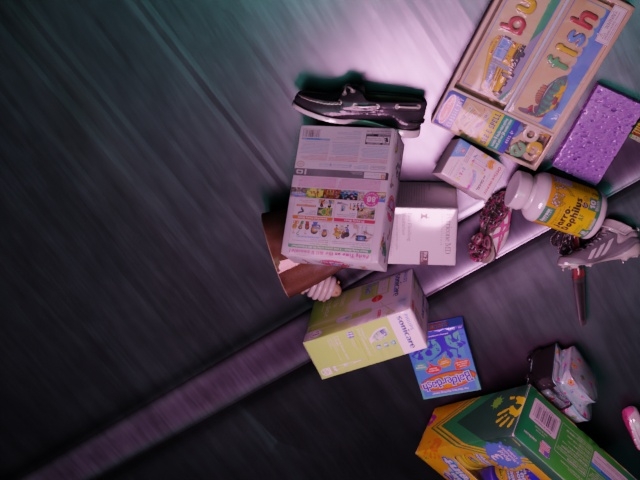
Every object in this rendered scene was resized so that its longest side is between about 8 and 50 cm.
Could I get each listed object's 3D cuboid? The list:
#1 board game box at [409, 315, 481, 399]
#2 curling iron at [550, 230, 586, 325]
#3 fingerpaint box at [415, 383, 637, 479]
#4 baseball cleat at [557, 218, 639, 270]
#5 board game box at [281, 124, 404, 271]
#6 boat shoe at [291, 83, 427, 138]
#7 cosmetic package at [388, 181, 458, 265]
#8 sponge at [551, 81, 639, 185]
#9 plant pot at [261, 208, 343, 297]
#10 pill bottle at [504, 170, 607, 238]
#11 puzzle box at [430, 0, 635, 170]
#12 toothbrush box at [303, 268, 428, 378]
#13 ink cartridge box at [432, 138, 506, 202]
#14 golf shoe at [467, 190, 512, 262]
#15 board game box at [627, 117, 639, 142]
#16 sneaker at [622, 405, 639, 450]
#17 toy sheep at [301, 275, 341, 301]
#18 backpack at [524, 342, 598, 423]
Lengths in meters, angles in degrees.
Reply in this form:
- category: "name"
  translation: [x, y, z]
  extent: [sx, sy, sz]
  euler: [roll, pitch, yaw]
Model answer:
- category: "board game box"
  translation: [0.322, 0.312, 2.119]
  extent: [0.160, 0.047, 0.210]
  euler: [-14, 114, 15]
- category: "curling iron"
  translation: [0.618, 0.087, 1.968]
  extent: [0.068, 0.035, 0.274]
  euler: [-16, 112, 9]
- category: "fingerpaint box"
  translation: [0.536, 0.598, 2.082]
  extent: [0.445, 0.163, 0.371]
  euler: [42, 144, -13]
- category: "baseball cleat"
  translation: [0.652, 0.007, 1.897]
  extent: [0.206, 0.072, 0.109]
  euler: [-9, 95, -9]
- category: "board game box"
  translation: [0.052, -0.096, 1.788]
  extent: [0.224, 0.097, 0.303]
  euler: [5, 77, 18]
- category: "boat shoe"
  translation: [0.089, -0.310, 1.812]
  extent: [0.302, 0.114, 0.091]
  euler: [8, 119, -9]
- category: "cosmetic package"
  translation: [0.229, -0.042, 1.896]
  extent: [0.183, 0.151, 0.151]
  euler: [1, 118, 8]
- category: "sponge"
  translation: [0.622, -0.237, 1.809]
  extent: [0.117, 0.031, 0.210]
  euler: [23, 118, -3]
- category: "plant pot"
  translation: [0.000, 0.000, 1.940]
  extent: [0.230, 0.215, 0.215]
  euler: [-19, 113, 2]
- category: "pill bottle"
  translation: [0.535, -0.088, 1.840]
  extent: [0.208, 0.117, 0.118]
  euler: [18, 118, -6]
- category: "puzzle box"
  translation: [0.449, -0.383, 1.750]
  extent: [0.272, 0.052, 0.409]
  euler: [24, 118, -3]
- category: "toothbrush box"
  translation: [0.118, 0.207, 2.008]
  extent: [0.283, 0.206, 0.122]
  euler: [-18, 112, 17]
- category: "ink cartridge box"
  translation: [0.347, -0.158, 1.840]
  extent: [0.143, 0.090, 0.092]
  euler: [29, 91, -7]
- category: "golf shoe"
  translation: [0.421, -0.033, 1.932]
  extent: [0.086, 0.067, 0.186]
  euler: [7, 112, -43]
- category: "board game box"
  translation: [0.831, -0.234, 1.783]
  extent: [0.259, 0.030, 0.136]
  euler: [25, 115, -4]
- category: "sneaker"
  translation: [0.888, 0.513, 2.116]
  extent: [0.111, 0.103, 0.252]
  euler: [-37, 113, 18]
- category: "toy sheep"
  translation: [-0.008, 0.111, 2.047]
  extent: [0.132, 0.091, 0.091]
  euler: [17, 118, -9]
- category: "backpack"
  translation: [0.621, 0.372, 2.039]
  extent: [0.144, 0.166, 0.188]
  euler: [-22, 114, 28]
